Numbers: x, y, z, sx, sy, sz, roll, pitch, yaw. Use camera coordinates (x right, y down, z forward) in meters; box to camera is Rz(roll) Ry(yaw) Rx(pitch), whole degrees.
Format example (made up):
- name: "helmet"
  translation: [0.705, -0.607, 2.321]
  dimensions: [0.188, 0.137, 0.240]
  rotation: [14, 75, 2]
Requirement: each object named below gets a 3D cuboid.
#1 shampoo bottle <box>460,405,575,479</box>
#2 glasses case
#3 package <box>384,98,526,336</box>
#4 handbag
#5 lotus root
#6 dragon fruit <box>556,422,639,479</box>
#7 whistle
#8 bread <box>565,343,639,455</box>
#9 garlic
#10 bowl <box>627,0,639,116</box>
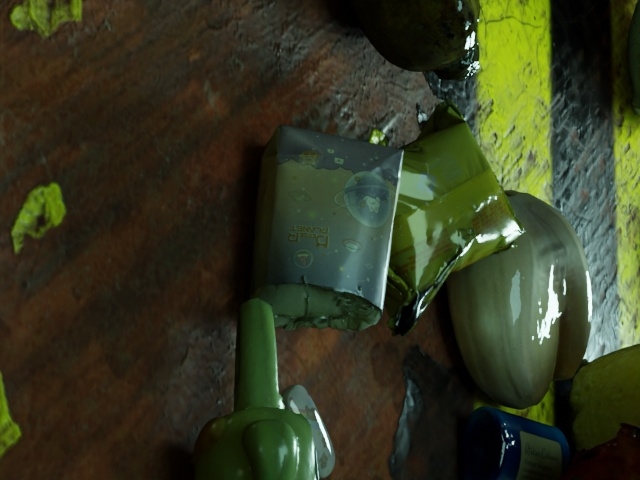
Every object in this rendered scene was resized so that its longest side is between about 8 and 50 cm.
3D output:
- name: "shampoo bottle"
  translation: [0.202, 0.220, 1.622]
  dimensions: [0.183, 0.050, 0.087]
  rotation: [23, 67, -53]
- name: "glasses case"
  translation: [-0.010, 0.157, 1.337]
  dimensions: [0.032, 0.021, 0.083]
  rotation: [-50, 122, -54]
- name: "package"
  translation: [0.096, -0.025, 1.479]
  dimensions: [0.226, 0.090, 0.168]
  rotation: [-29, 95, -44]
- name: "handbag"
  translation: [0.000, 0.000, 1.334]
  dimensions: [0.117, 0.095, 0.173]
  rotation: [11, 67, -11]
- name: "lotus root"
  translation: [0.086, -0.225, 1.522]
  dimensions: [0.209, 0.120, 0.120]
  rotation: [52, 41, -37]
- name: "dragon fruit"
  translation: [0.322, 0.329, 1.556]
  dimensions: [0.296, 0.301, 0.295]
  rotation: [38, 7, -6]
- name: "whistle"
  translation: [-0.059, 0.188, 1.189]
  dimensions: [0.141, 0.141, 0.294]
  rotation: [20, 45, -54]
- name: "bread"
  translation: [0.362, 0.195, 1.767]
  dimensions: [0.197, 0.171, 0.197]
  rotation: [21, 64, -51]
- name: "garlic"
  translation: [0.206, 0.051, 1.632]
  dimensions: [0.217, 0.110, 0.228]
  rotation: [-40, 115, -50]
- name: "bowl"
  translation: [0.482, -0.188, 2.060]
  dimensions: [0.313, 0.146, 0.313]
  rotation: [41, 6, -5]
